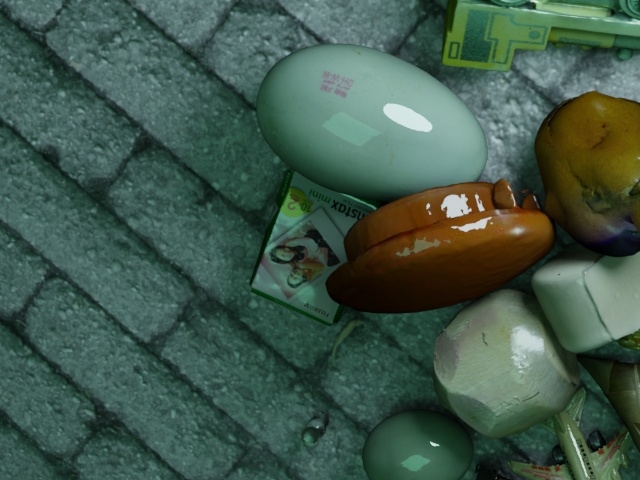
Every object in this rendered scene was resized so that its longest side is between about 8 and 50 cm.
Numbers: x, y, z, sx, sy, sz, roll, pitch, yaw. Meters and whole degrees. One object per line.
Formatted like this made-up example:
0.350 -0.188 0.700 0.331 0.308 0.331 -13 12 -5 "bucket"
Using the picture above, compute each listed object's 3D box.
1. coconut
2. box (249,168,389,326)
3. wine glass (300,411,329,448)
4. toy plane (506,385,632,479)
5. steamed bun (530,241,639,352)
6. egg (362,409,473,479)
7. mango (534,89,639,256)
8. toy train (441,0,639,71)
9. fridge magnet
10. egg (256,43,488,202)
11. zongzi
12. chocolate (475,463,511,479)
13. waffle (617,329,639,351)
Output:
0.286 0.199 1.887 0.230 0.227 0.227 -25 97 26 "coconut"
0.000 0.000 1.975 0.180 0.103 0.250 24 111 8 "box"
-0.008 0.333 2.084 0.039 0.083 0.042 -8 101 14 "wine glass"
0.435 0.375 1.950 0.229 0.092 0.244 -26 79 18 "toy plane"
0.435 0.068 1.808 0.164 0.241 0.146 -20 98 56 "steamed bun"
0.165 0.362 2.004 0.192 0.149 0.149 -16 100 18 "egg"
0.417 -0.105 1.732 0.201 0.287 0.153 -20 131 12 "mango"
0.368 -0.353 1.729 0.368 0.150 0.237 7 143 2 "toy train"
0.181 0.021 1.807 0.363 0.363 0.155 -21 73 21 "fridge magnet"
0.081 -0.178 1.832 0.370 0.230 0.230 18 110 3 "egg"
0.485 0.265 1.886 0.176 0.160 0.078 8 148 19 "zongzi"
0.285 0.546 1.997 0.111 0.112 0.321 17 90 -11 "chocolate"
0.588 0.161 1.876 0.192 0.046 0.161 42 110 2 "waffle"
